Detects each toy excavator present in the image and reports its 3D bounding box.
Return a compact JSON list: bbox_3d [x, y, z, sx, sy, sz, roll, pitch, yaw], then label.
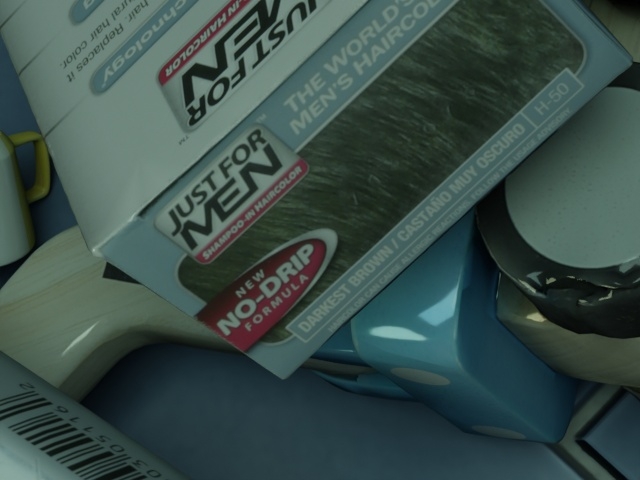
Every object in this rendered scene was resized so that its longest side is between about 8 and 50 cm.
[{"bbox_3d":[0.000,0.000,0.957,0.445,0.222,0.433,5,75,27],"label":"toy excavator"}]

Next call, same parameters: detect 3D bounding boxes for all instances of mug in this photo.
[{"bbox_3d":[-0.180,-0.030,1.039,0.062,0.078,0.064,3,117,6],"label":"mug"}]

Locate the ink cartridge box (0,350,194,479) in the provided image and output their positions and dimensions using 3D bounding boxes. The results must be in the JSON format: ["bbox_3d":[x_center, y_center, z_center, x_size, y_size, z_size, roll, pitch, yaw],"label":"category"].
[{"bbox_3d":[-0.230,0.217,0.897,0.308,0.091,0.385,31,105,18],"label":"ink cartridge box"}]

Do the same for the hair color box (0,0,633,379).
[{"bbox_3d":[-0.042,-0.136,0.856,0.185,0.113,0.374,-43,39,12],"label":"hair color box"}]
